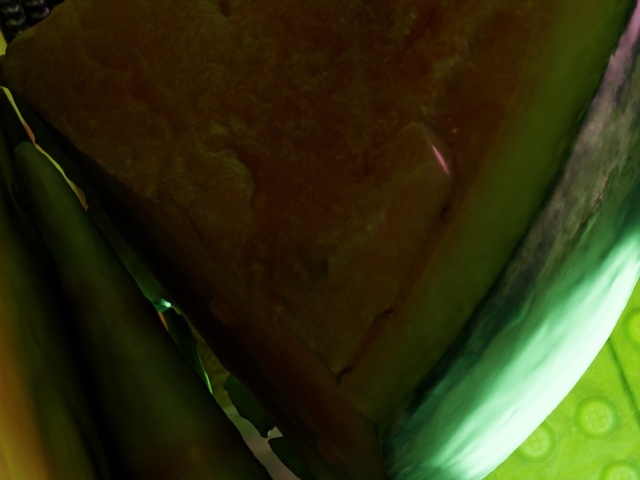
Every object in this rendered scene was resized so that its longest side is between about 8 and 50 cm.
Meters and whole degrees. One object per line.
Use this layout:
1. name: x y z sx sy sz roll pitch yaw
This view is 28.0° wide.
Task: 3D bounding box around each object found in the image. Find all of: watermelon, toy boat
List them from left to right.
1. toy boat: -0.040 0.099 0.457 0.282 0.096 0.206 57 -11 8
2. watermelon: 0.020 0.018 0.504 0.292 0.319 0.222 56 25 -53

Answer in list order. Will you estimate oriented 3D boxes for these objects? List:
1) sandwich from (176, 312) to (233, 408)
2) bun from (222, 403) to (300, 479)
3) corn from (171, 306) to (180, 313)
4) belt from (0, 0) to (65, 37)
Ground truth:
1. sandwich: -0.089 -0.005 1.031 0.271 0.099 0.301 133 -66 -81
2. bun: 0.039 0.195 0.716 0.263 0.175 0.263 160 -90 -85
3. corn: -0.105 -0.080 0.788 0.098 0.098 0.290 75 -1 -57
4. belt: -0.012 -0.158 0.646 0.122 0.325 0.260 -111 -142 -51
